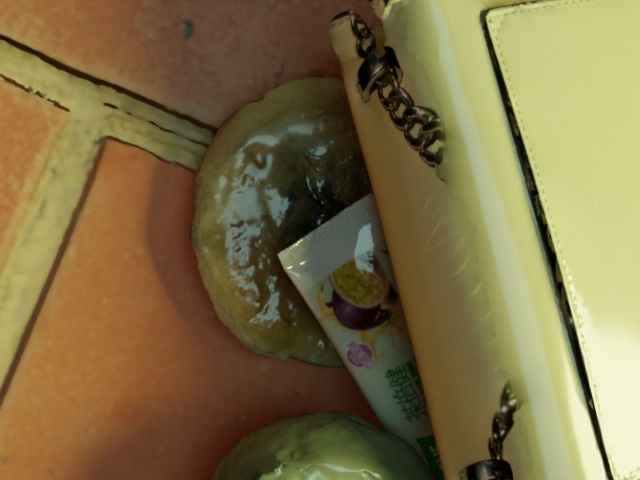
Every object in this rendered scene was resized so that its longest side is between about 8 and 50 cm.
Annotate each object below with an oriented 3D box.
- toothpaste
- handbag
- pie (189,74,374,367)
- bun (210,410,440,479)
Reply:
[{"bbox_3d":[0.067,0.115,0.832,0.056,0.058,0.314,-12,119,28],"label":"toothpaste"},{"bbox_3d":[0.153,0.004,0.781,0.236,0.160,0.359,-13,87,-38],"label":"handbag"},{"bbox_3d":[-0.001,0.000,0.837,0.185,0.052,0.218,-43,106,-7],"label":"pie"},{"bbox_3d":[-0.003,0.206,0.811,0.195,0.118,0.196,-1,111,-3],"label":"bun"}]
